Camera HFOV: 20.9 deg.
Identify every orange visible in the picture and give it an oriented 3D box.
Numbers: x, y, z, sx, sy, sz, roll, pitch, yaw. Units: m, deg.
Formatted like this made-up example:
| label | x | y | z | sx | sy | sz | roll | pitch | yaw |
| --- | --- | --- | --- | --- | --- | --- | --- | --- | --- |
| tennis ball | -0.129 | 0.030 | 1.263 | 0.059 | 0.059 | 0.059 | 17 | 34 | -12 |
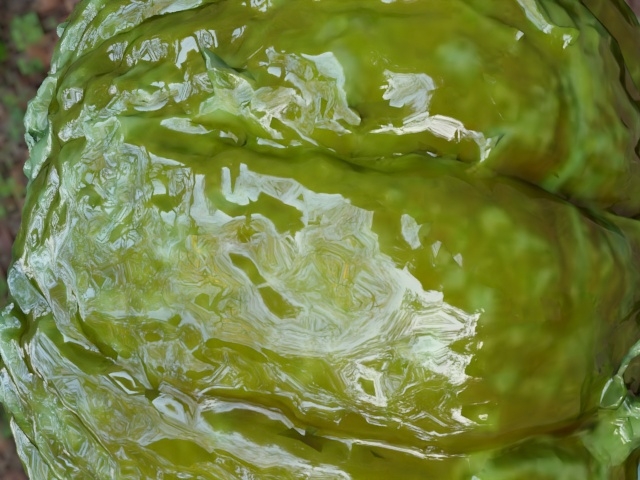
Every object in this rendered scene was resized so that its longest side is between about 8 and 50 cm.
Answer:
| label | x | y | z | sx | sy | sz | roll | pitch | yaw |
| --- | --- | --- | --- | --- | --- | --- | --- | --- | --- |
| orange | 0.000 | 0.000 | 0.599 | 0.300 | 0.223 | 0.301 | 105 | 170 | -55 |

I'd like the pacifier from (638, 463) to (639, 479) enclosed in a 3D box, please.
| label | x | y | z | sx | sy | sz | roll | pitch | yaw |
| --- | --- | --- | --- | --- | --- | --- | --- | --- | --- |
| pacifier | 0.287 | 0.221 | 0.871 | 0.343 | 0.288 | 0.269 | 31 | 156 | 6 |
